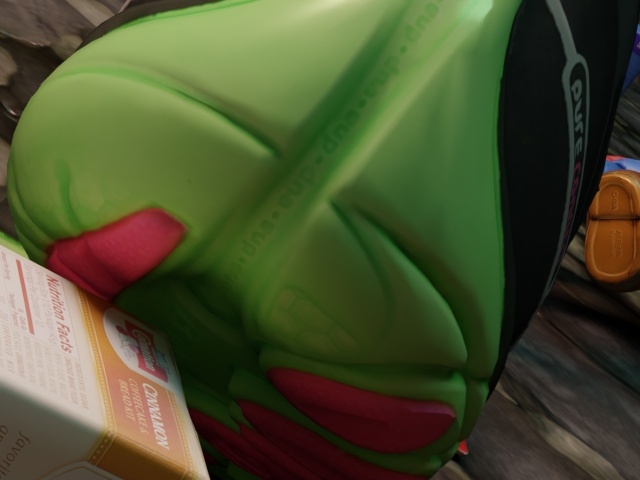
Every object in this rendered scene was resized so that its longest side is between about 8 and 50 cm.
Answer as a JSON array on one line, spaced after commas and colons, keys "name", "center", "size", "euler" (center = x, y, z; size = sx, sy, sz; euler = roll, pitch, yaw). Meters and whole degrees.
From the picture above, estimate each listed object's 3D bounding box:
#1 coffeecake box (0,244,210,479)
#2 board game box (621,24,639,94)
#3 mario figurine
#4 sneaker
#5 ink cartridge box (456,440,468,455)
[{"name": "coffeecake box", "center": [-0.141, 0.048, 0.399], "size": [0.185, 0.142, 0.068], "euler": [30, 17, -26]}, {"name": "board game box", "center": [0.070, -0.077, 1.113], "size": [0.160, 0.210, 0.047], "euler": [29, 18, -25]}, {"name": "mario figurine", "center": [0.256, 0.010, 1.405], "size": [0.320, 0.170, 0.198], "euler": [0, 54, -52]}, {"name": "sneaker", "center": [0.002, -0.022, 0.652], "size": [0.185, 0.202, 0.483], "euler": [40, -12, -7]}, {"name": "ink cartridge box", "center": [0.000, 0.000, 0.980], "size": [0.231, 0.078, 0.134], "euler": [34, 15, -12]}]
